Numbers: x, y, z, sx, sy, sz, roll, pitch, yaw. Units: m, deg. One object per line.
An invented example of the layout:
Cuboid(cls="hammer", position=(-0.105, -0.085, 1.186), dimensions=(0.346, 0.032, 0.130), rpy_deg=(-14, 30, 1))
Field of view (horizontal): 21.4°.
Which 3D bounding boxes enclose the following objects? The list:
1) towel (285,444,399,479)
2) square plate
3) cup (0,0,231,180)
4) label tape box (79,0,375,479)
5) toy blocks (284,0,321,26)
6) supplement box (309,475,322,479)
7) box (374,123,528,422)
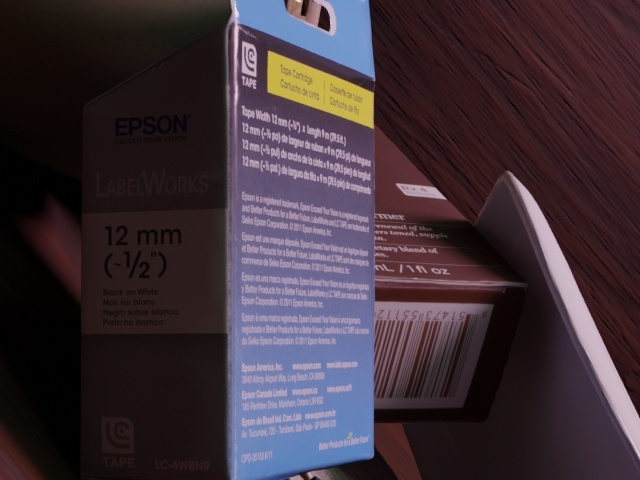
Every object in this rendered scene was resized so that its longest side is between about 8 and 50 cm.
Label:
Cuboid(cls="towel", position=(0.034, 0.225, 1.380), dimensions=(0.187, 0.049, 0.282), rpy_deg=(55, 10, 19))
Cuboid(cls="square plate", position=(0.174, 0.176, 1.399), dimensions=(0.347, 0.049, 0.344), rpy_deg=(112, -37, -51))
Cuboid(cls="cup", position=(-0.219, -0.213, 1.249), dimensions=(0.237, 0.331, 0.331), rpy_deg=(9, 34, -32))
Cuboid(cls="label tape box", position=(-0.054, -0.018, 1.122), dimensions=(0.249, 0.115, 0.347), rpy_deg=(8, 80, -68))
Cuboid(cls="toy blocks", position=(-0.104, -0.239, 1.426), dimensions=(0.191, 0.260, 0.381), rpy_deg=(-3, 28, -27))
Cuboid(cls="supplement box", position=(-0.007, 0.218, 1.114), dimensions=(0.056, 0.083, 0.083), rpy_deg=(42, 14, -40))
Cuboid(cls="box", position=(0.000, 0.000, 1.448), dimensions=(0.191, 0.143, 0.381), rpy_deg=(2, 25, -26))
